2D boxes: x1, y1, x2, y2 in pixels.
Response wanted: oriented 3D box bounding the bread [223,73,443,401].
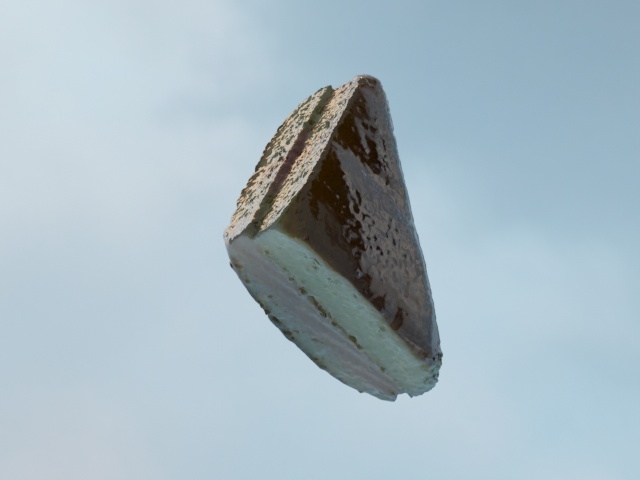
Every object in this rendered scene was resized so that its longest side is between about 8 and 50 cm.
[{"bbox_3d":[0.000,0.000,0.468,0.043,0.062,0.109,-24,-105,43],"label":"bread"}]
